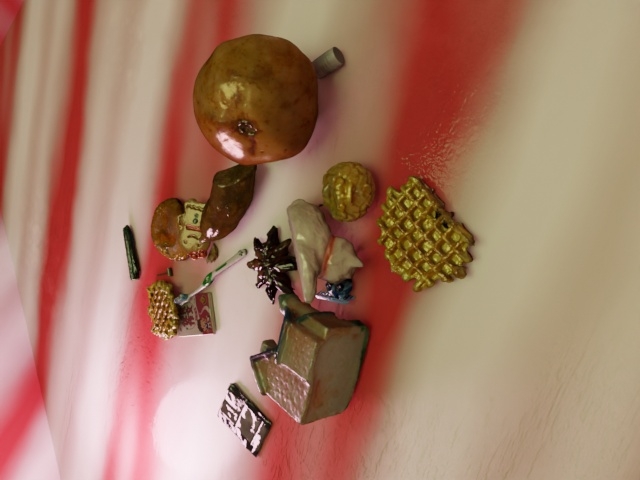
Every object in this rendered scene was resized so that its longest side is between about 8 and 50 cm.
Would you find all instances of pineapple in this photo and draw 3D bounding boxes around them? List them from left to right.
[{"bbox_3d":[-0.407,0.056,1.825,0.045,0.019,0.083,40,112,32],"label":"pineapple"}]

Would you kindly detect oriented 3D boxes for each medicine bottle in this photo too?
[{"bbox_3d":[0.020,-0.530,1.441,0.091,0.058,0.058,-22,79,36],"label":"medicine bottle"}]

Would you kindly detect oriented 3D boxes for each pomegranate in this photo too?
[{"bbox_3d":[-0.181,-0.427,1.430,0.409,0.410,0.411,2,94,38],"label":"pomegranate"}]

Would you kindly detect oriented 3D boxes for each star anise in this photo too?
[{"bbox_3d":[-0.173,0.089,1.595,0.271,0.102,0.272,4,97,40],"label":"star anise"}]

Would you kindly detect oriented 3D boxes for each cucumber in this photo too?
[{"bbox_3d":[-0.842,0.052,2.146,0.044,0.043,0.257,-18,81,32],"label":"cucumber"}]

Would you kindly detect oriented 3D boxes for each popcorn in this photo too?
[{"bbox_3d":[0.072,-0.138,1.375,0.170,0.180,0.180,-6,88,9],"label":"popcorn"}]

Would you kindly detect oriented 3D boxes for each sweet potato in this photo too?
[{"bbox_3d":[-0.327,-0.119,1.679,0.158,0.157,0.370,47,129,26],"label":"sweet potato"}]

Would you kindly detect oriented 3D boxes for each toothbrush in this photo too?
[{"bbox_3d":[-0.411,0.143,1.815,0.418,0.040,0.042,-33,53,27],"label":"toothbrush"}]

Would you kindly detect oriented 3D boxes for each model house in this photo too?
[{"bbox_3d":[-0.051,0.330,1.439,0.280,0.245,0.313,24,106,43],"label":"model house"}]

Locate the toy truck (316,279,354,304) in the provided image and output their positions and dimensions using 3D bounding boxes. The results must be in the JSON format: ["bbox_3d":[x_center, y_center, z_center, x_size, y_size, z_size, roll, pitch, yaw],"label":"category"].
[{"bbox_3d":[0.038,0.147,1.465,0.136,0.063,0.074,7,116,40],"label":"toy truck"}]

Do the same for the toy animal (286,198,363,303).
[{"bbox_3d":[0.000,0.000,1.433,0.188,0.308,0.266,-17,102,0],"label":"toy animal"}]

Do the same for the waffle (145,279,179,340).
[{"bbox_3d":[-0.649,0.285,1.989,0.245,0.052,0.254,-13,83,47],"label":"waffle"}]

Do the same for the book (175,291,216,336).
[{"bbox_3d":[-0.501,0.295,1.907,0.231,0.022,0.162,-12,84,37],"label":"book"}]

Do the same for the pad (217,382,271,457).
[{"bbox_3d":[-0.282,0.652,1.756,0.233,0.022,0.174,36,112,30],"label":"pad"}]

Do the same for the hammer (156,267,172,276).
[{"bbox_3d":[-0.657,0.139,2.026,0.110,0.019,0.036,-14,83,43],"label":"hammer"}]

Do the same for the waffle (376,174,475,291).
[{"bbox_3d":[0.274,-0.017,1.270,0.283,0.065,0.310,3,97,40],"label":"waffle"}]

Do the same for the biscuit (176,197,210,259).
[{"bbox_3d":[-0.471,-0.041,1.818,0.165,0.036,0.226,15,98,7],"label":"biscuit"}]

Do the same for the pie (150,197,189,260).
[{"bbox_3d":[-0.598,-0.042,1.939,0.273,0.069,0.274,4,96,42],"label":"pie"}]
